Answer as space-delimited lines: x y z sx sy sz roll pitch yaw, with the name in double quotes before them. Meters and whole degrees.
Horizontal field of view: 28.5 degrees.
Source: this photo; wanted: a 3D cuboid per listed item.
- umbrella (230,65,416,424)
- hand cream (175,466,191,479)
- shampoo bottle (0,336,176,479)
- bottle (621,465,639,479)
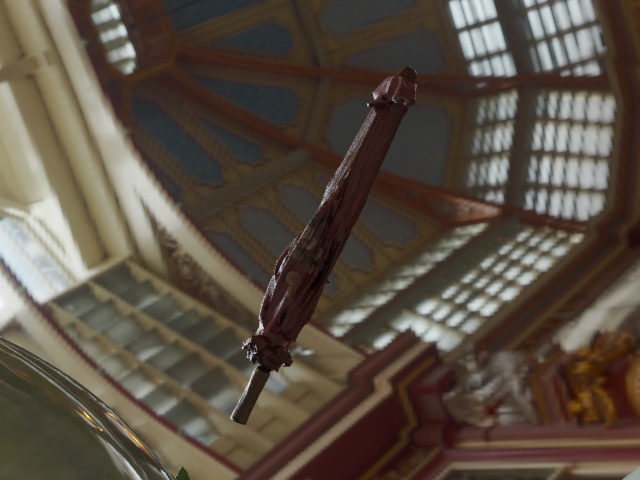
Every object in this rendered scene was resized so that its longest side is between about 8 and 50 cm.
"umbrella" 0.000 0.000 0.526 0.165 0.025 0.027 -63 -13 -7
"hand cream" -0.113 0.320 1.250 0.175 0.046 0.095 62 -143 -25
"shampoo bottle" -0.184 0.181 0.424 0.322 0.317 0.322 7 -115 -15
"bottle" 0.443 0.237 1.367 0.104 0.245 0.104 33 -151 -21
